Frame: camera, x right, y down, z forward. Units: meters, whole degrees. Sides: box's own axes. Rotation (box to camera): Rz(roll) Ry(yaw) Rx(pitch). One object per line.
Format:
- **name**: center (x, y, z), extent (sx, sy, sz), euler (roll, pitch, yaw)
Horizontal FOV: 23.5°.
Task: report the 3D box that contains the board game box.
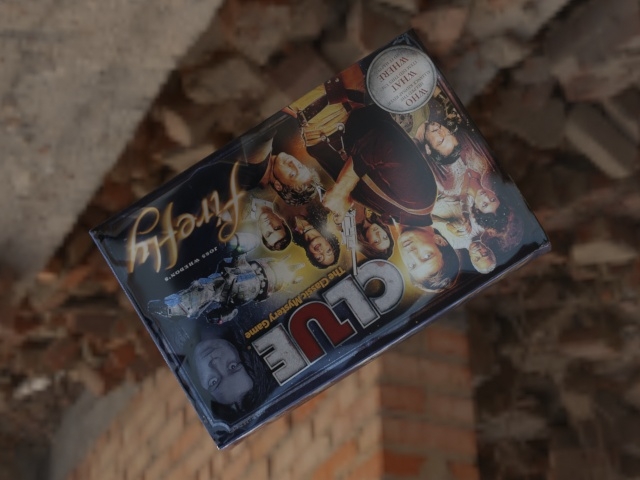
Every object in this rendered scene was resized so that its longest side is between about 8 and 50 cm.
- **board game box**: center (0.000, 0.000, 0.974), extent (0.243, 0.165, 0.042), euler (-33, 170, 1)
